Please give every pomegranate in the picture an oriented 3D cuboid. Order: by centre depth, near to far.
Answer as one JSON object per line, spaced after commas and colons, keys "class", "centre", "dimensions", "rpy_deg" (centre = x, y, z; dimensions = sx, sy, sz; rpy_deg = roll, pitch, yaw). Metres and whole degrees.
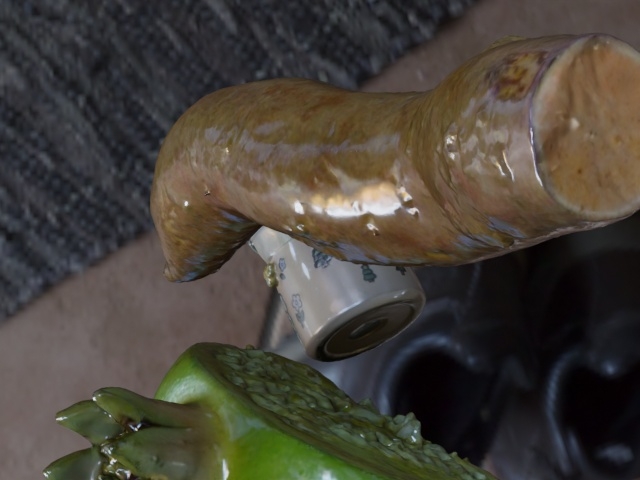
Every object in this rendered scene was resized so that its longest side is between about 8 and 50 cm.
{"class": "pomegranate", "centre": [-0.044, 0.212, 1.252], "dimensions": [0.358, 0.310, 0.216], "rpy_deg": [11, 105, -37]}

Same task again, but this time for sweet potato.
{"class": "sweet potato", "centre": [0.005, -0.023, 0.543], "dimensions": [0.067, 0.281, 0.059], "rpy_deg": [40, 71, -24]}

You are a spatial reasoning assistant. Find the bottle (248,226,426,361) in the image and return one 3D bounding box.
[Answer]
{"class": "bottle", "centre": [0.001, -0.001, 1.187], "dimensions": [0.099, 0.152, 0.099], "rpy_deg": [-24, 158, -10]}
